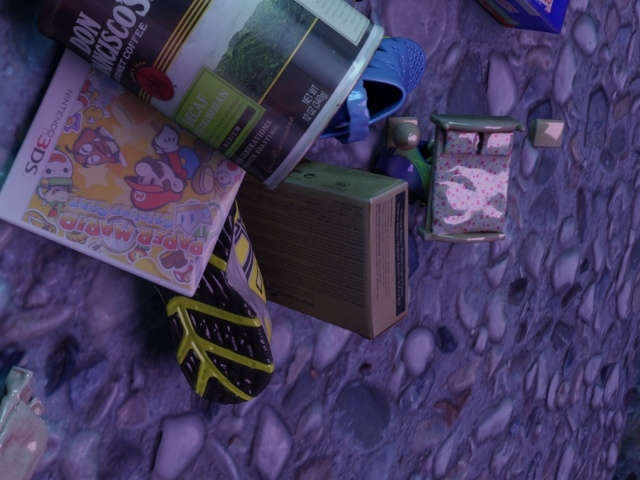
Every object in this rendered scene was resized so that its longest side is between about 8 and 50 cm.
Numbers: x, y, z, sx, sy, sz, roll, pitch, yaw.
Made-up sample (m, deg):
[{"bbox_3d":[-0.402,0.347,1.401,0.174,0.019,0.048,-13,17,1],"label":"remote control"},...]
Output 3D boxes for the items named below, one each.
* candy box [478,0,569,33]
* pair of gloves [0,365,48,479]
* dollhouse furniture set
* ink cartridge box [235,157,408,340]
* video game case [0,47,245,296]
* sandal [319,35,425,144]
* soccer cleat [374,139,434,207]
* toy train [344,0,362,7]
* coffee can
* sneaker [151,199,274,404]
[{"bbox_3d":[0.361,-0.555,1.567,0.268,0.122,0.317,19,86,-55],"label":"candy box"},{"bbox_3d":[-0.349,0.181,0.903,0.204,0.042,0.240,-75,154,-46],"label":"pair of gloves"},{"bbox_3d":[0.213,-0.025,1.374,0.356,0.174,0.303,-2,109,-14],"label":"dollhouse furniture set"},{"bbox_3d":[0.000,0.000,1.198,0.088,0.235,0.193,-28,125,-44],"label":"ink cartridge box"},{"bbox_3d":[-0.201,-0.076,0.973,0.227,0.026,0.206,24,82,-17],"label":"video game case"},{"bbox_3d":[0.067,-0.209,1.297,0.317,0.138,0.126,-37,128,-42],"label":"sandal"},{"bbox_3d":[0.198,-0.107,1.533,0.289,0.093,0.121,18,101,-52],"label":"soccer cleat"},{"bbox_3d":[-0.041,-0.277,1.108,0.190,0.142,0.334,14,92,-47],"label":"toy train"},{"bbox_3d":[-0.104,-0.209,0.901,0.275,0.201,0.201,34,70,-9],"label":"coffee can"},{"bbox_3d":[-0.155,0.007,1.111,0.147,0.145,0.384,-95,174,-72],"label":"sneaker"}]
